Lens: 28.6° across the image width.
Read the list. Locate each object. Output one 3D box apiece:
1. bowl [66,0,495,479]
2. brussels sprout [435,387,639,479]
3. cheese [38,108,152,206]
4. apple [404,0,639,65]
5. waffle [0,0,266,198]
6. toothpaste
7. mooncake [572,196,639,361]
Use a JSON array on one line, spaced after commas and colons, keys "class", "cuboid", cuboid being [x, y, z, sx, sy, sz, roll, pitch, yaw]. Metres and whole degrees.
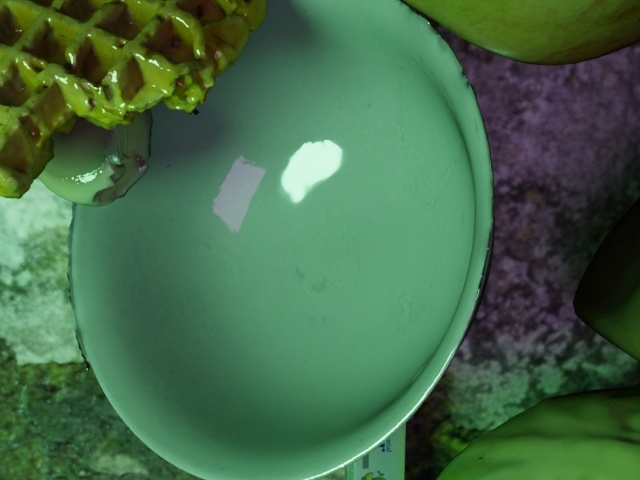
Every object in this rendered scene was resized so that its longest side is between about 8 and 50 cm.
[{"class": "bowl", "cuboid": [0.000, 0.000, 0.881, 0.157, 0.345, 0.345, 16, 106, -54]}, {"class": "brussels sprout", "cuboid": [0.221, 0.278, 0.956, 0.328, 0.247, 0.328, 3, 118, 6]}, {"class": "cheese", "cuboid": [-0.176, -0.104, 0.884, 0.092, 0.047, 0.171, -24, 70, 14]}, {"class": "apple", "cuboid": [0.134, -0.268, 0.783, 0.319, 0.319, 0.277, 37, 106, -13]}, {"class": "waffle", "cuboid": [-0.162, -0.134, 0.832, 0.253, 0.249, 0.056, -5, 147, 7]}, {"class": "toothpaste", "cuboid": [0.043, 0.168, 1.017, 0.046, 0.034, 0.164, -2, 104, -9]}, {"class": "mooncake", "cuboid": [0.382, 0.072, 0.865, 0.378, 0.378, 0.200, 31, 94, -12]}]
